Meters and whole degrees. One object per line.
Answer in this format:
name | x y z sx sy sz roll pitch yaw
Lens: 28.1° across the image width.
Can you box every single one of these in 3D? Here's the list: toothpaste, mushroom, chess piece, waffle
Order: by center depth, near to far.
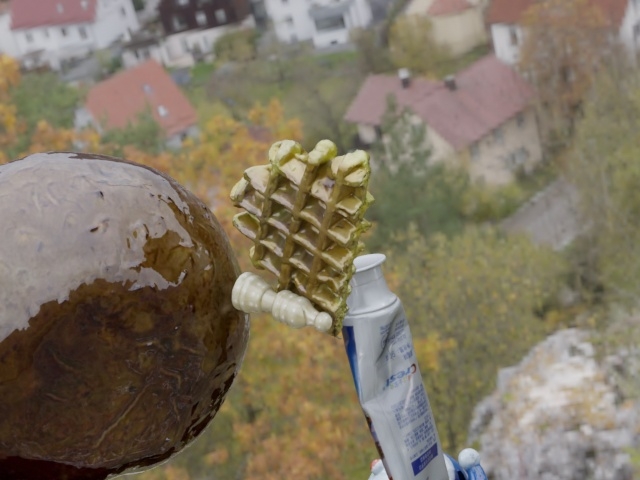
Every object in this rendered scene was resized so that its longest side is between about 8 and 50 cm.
waffle | 0.000 0.000 1.079 0.160 0.192 0.046 0 35 39
chess piece | -0.030 0.057 1.102 0.092 0.035 0.035 19 39 28
mushroom | -0.229 0.080 1.172 0.239 0.345 0.345 21 42 39
toothpaste | 0.072 0.147 1.250 0.061 0.266 0.096 -11 11 36

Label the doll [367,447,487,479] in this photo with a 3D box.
doll | 0.167 0.390 1.787 0.256 0.161 0.215 17 75 46
